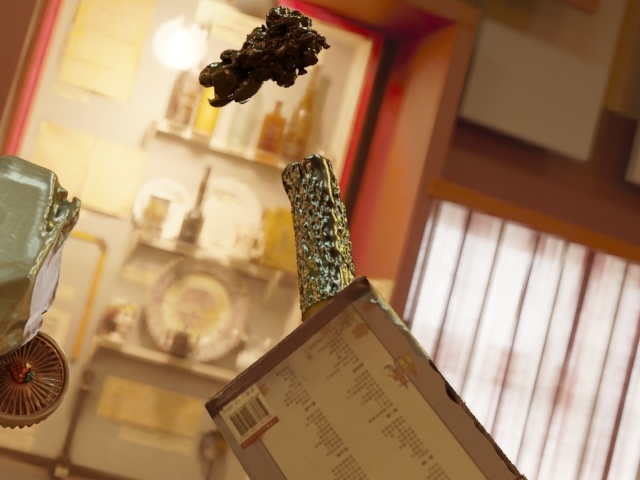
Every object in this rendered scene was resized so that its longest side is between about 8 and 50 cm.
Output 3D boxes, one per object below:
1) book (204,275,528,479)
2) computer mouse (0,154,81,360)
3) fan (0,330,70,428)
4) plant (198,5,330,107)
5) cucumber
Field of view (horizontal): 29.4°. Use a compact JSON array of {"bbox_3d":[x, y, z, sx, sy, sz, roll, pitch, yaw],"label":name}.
[{"bbox_3d":[0.033,0.151,0.856,0.231,0.157,0.026,52,3,35],"label":"book"},{"bbox_3d":[-0.439,0.043,1.541,0.228,0.145,0.429,8,32,0],"label":"computer mouse"},{"bbox_3d":[-0.445,0.167,1.557,0.244,0.130,0.074,12,-26,-19],"label":"fan"},{"bbox_3d":[-0.072,-0.199,1.368,0.174,0.087,0.085,-26,-73,34],"label":"plant"},{"bbox_3d":[0.000,0.001,1.095,0.058,0.187,0.058,-4,-43,-4],"label":"cucumber"}]
